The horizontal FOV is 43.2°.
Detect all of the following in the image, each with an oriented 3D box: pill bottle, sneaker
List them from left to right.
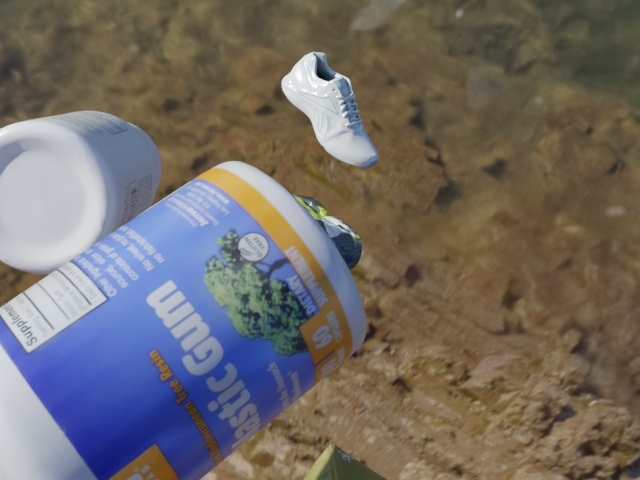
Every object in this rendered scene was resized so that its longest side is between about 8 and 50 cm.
[{"bbox_3d":[-0.228,-0.057,0.772,0.131,0.229,0.131,1,102,2],"label":"pill bottle"},{"bbox_3d":[-0.118,0.084,0.482,0.272,0.152,0.152,-37,76,-20],"label":"pill bottle"},{"bbox_3d":[0.000,0.000,0.561,0.031,0.035,0.083,1,31,-34],"label":"sneaker"},{"bbox_3d":[0.017,-0.146,0.909,0.152,0.061,0.054,52,40,12],"label":"sneaker"}]

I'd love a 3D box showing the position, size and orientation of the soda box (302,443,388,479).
[{"bbox_3d":[0.062,0.173,0.374,0.181,0.058,0.061,34,95,-8],"label":"soda box"}]
